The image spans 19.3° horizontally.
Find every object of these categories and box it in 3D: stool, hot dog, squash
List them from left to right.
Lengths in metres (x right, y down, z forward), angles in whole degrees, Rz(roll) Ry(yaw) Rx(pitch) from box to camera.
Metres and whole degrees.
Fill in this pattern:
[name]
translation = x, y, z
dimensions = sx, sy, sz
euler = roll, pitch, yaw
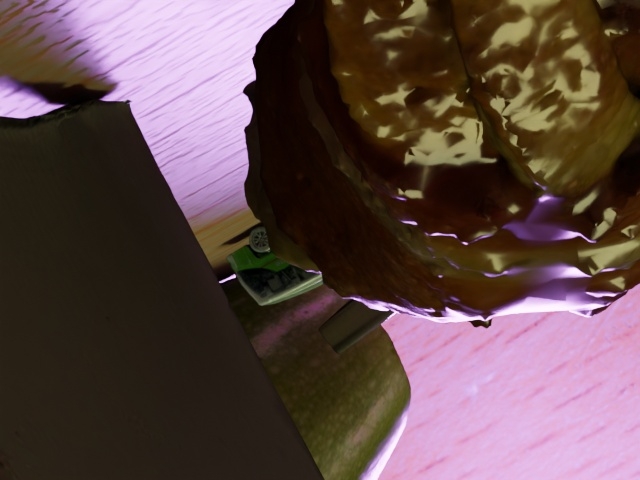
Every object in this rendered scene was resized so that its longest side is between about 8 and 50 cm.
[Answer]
[stool]
translation = -0.109, 0.139, 0.417
dimensions = 0.243, 0.270, 0.170
euler = -28, 176, 14
[squash]
translation = -0.037, 0.093, 0.997
dimensions = 0.123, 0.170, 0.170
euler = -41, -177, -34
[hot dog]
translation = 0.056, -0.040, 0.409
dimensions = 0.146, 0.103, 0.213
euler = -28, 174, -7

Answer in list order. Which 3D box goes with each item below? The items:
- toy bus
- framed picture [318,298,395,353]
[toy bus]
translation = 0.000, 0.000, 0.867
dimensions = 0.083, 0.037, 0.031
euler = -28, 175, 12
[framed picture]
translation = 0.097, -0.037, 0.836
dimensions = 0.192, 0.018, 0.265
euler = -42, 178, -18
